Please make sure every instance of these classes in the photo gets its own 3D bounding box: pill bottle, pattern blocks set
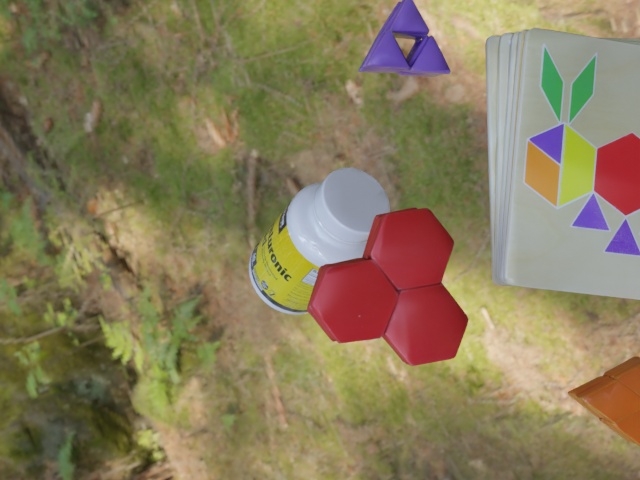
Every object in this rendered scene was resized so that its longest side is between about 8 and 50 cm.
[{"bbox_3d":[0.000,0.000,0.637,0.065,0.065,0.116,62,145,14],"label":"pill bottle"},{"bbox_3d":[0.172,-0.037,0.510,0.026,0.325,0.285,171,113,-78],"label":"pattern blocks set"}]
